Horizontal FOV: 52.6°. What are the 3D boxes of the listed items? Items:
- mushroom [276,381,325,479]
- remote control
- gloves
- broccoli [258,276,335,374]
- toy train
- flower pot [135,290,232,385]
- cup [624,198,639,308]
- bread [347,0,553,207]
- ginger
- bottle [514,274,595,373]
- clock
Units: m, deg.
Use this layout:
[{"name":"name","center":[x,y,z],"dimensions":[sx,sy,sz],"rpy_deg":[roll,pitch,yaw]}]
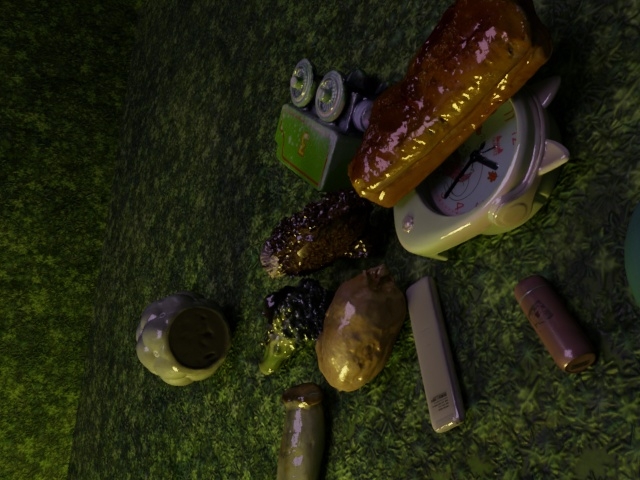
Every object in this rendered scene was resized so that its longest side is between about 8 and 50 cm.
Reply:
[{"name":"mushroom","center":[-0.040,0.435,1.271],"dimensions":[0.100,0.081,0.311],"rpy_deg":[-6,78,59]},{"name":"remote control","center":[0.190,0.182,1.068],"dimensions":[0.067,0.029,0.260],"rpy_deg":[-43,43,42]},{"name":"gloves","center":[0.001,-0.007,1.269],"dimensions":[0.312,0.211,0.135],"rpy_deg":[142,114,-71]},{"name":"broccoli","center":[-0.065,0.202,1.358],"dimensions":[0.145,0.165,0.304],"rpy_deg":[51,141,15]},{"name":"toy train","center":[0.031,-0.235,1.344],"dimensions":[0.307,0.174,0.248],"rpy_deg":[43,123,53]},{"name":"flower pot","center":[-0.353,0.249,1.662],"dimensions":[0.195,0.246,0.245],"rpy_deg":[-11,69,55]},{"name":"cup","center":[0.415,-0.006,0.595],"dimensions":[0.219,0.258,0.289],"rpy_deg":[-26,57,44]},{"name":"bread","center":[0.167,-0.222,0.983],"dimensions":[0.380,0.109,0.185],"rpy_deg":[-46,43,38]},{"name":"ginger","center":[0.066,0.166,1.158],"dimensions":[0.267,0.138,0.152],"rpy_deg":[-63,31,29]},{"name":"bottle","center":[0.316,0.111,0.878],"dimensions":[0.053,0.053,0.140],"rpy_deg":[-53,38,31]},{"name":"clock","center":[0.251,-0.123,1.014],"dimensions":[0.324,0.109,0.265],"rpy_deg":[-23,58,50]}]
